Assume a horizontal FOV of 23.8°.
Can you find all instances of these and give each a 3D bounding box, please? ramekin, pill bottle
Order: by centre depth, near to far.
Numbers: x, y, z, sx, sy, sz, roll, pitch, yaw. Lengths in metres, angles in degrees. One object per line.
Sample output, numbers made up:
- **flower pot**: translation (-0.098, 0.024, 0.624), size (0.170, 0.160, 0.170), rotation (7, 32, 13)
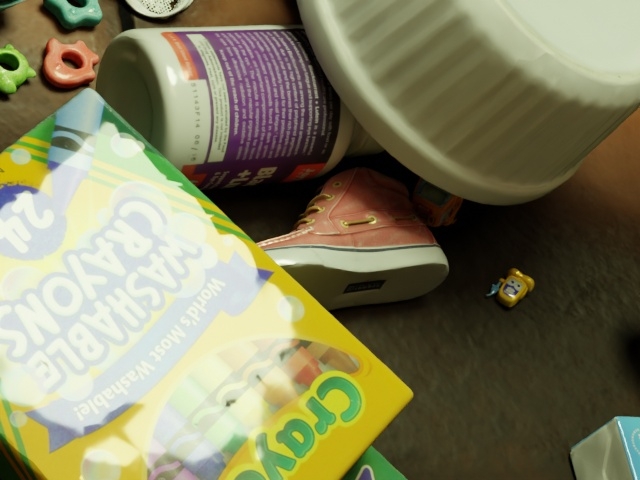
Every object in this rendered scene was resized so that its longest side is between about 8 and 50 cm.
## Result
- **pill bottle**: translation (-0.044, -0.091, 1.026), size (0.193, 0.108, 0.108), rotation (-7, 62, -33)
- **ramekin**: translation (0.123, -0.170, 1.039), size (0.273, 0.127, 0.273), rotation (20, 55, -31)

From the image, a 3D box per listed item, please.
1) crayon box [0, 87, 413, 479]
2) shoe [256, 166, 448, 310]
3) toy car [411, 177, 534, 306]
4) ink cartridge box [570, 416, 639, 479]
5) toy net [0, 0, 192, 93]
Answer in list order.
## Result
- **crayon box**: translation (-0.094, 0.089, 0.871), size (0.323, 0.083, 0.203), rotation (43, 54, 3)
- **shoe**: translation (0.000, 0.000, 1.023), size (0.178, 0.063, 0.081), rotation (-3, 56, -35)
- **toy car**: translation (0.110, -0.005, 1.089), size (0.122, 0.060, 0.040), rotation (42, 51, 2)
- **ink cartridge box**: translation (0.271, 0.182, 1.049), size (0.180, 0.060, 0.104), rotation (6, 55, -27)
- **toy net**: translation (-0.154, -0.175, 1.063), size (0.232, 0.045, 0.122), rotation (-19, 69, -38)
